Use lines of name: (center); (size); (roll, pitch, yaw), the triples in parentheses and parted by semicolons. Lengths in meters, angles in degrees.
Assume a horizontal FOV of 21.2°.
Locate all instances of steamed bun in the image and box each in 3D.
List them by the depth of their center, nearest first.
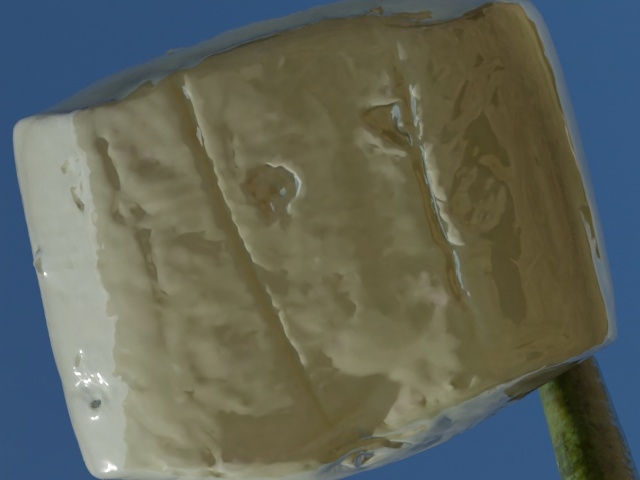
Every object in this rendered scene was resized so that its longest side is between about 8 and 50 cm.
steamed bun: (0.000, 0.000, 1.408); (0.456, 0.290, 0.371); (-12, -83, 11)

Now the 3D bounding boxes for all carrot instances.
carrot: (0.232, 0.171, 1.502); (0.074, 0.074, 0.358); (13, -135, -29)
